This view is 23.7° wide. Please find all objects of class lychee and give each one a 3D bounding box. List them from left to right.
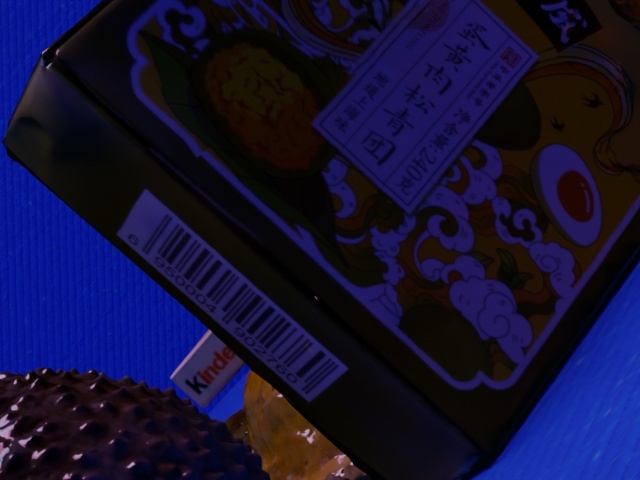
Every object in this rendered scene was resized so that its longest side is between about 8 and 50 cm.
[{"bbox_3d":[-0.171,0.217,1.038,0.300,0.300,0.300,-47,3,3],"label":"lychee"}]

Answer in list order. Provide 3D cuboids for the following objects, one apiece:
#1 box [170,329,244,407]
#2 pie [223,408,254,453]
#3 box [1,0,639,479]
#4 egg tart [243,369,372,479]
[{"bbox_3d":[0.000,0.000,1.359,0.273,0.048,0.265,-48,0,24],"label":"box"},{"bbox_3d":[-0.110,0.264,1.627,0.277,0.078,0.277,-49,2,3],"label":"pie"},{"bbox_3d":[0.056,-0.092,1.072,0.420,0.373,0.138,-48,2,-30],"label":"box"},{"bbox_3d":[0.033,0.102,1.239,0.319,0.128,0.319,-46,5,5],"label":"egg tart"}]
